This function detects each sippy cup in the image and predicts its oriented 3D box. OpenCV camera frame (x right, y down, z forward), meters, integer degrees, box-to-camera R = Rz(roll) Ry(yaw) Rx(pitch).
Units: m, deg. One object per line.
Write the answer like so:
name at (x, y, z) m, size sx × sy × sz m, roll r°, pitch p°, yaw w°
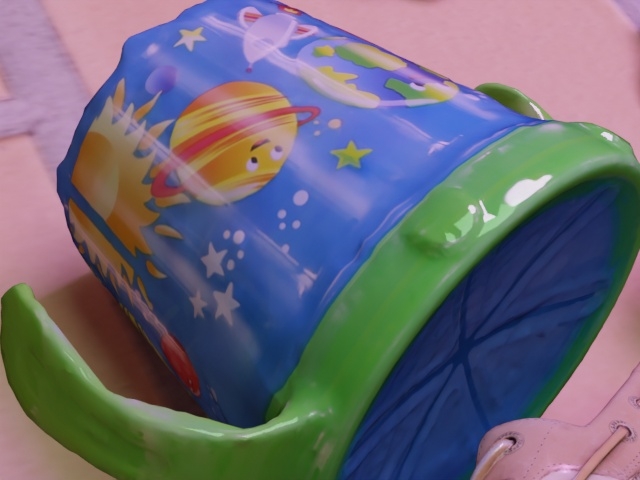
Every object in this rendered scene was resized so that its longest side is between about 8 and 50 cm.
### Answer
sippy cup at (0.000, 0.000, 0.650) m, size 0.224 × 0.240 × 0.305 m, roll 38°, pitch 7°, yaw 26°

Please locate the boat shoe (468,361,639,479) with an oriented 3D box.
boat shoe at (0.107, 0.148, 0.630) m, size 0.110 × 0.121 × 0.341 m, roll 42°, pitch 38°, yaw 22°
